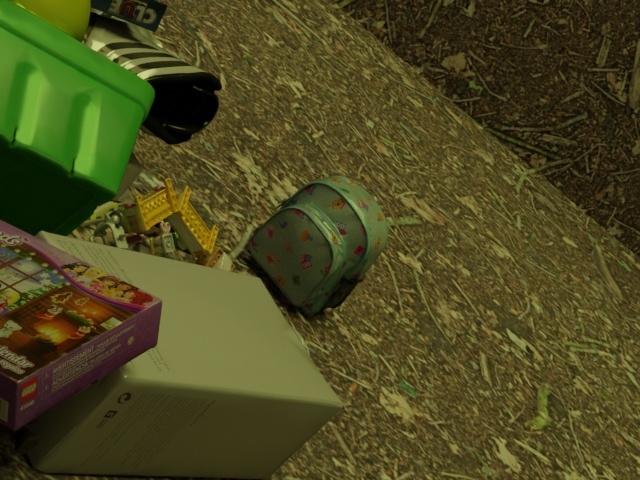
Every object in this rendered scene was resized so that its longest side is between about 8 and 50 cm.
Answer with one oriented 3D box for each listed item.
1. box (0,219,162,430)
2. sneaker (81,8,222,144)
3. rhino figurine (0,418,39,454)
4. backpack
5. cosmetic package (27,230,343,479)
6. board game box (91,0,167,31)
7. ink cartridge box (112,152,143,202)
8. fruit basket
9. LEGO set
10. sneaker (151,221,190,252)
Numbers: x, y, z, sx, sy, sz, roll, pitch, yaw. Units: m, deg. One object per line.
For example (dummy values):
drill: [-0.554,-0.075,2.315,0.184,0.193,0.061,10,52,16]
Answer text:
box: [-0.326,0.058,1.440,0.293,0.057,0.201,24,31,25]
sneaker: [-0.261,-0.223,2.143,0.257,0.169,0.447,33,10,1]
rhino figurine: [-0.365,0.156,1.398,0.106,0.073,0.243,42,20,24]
backpack: [0.000,0.000,2.254,0.166,0.188,0.144,50,20,16]
cosmetic package: [-0.176,0.138,1.686,0.385,0.156,0.217,18,32,-52]
board game box: [-0.324,-0.358,2.029,0.165,0.042,0.243,18,15,-34]
ink cartridge box: [-0.322,-0.124,2.063,0.198,0.067,0.115,18,31,-51]
fruit basket: [-0.390,-0.214,1.787,0.392,0.283,0.392,34,36,-30]
LEGO set: [-0.228,-0.008,2.018,0.287,0.107,0.132,11,72,-64]
sneaker: [-0.198,-0.016,2.125,0.109,0.040,0.043,27,22,-41]
